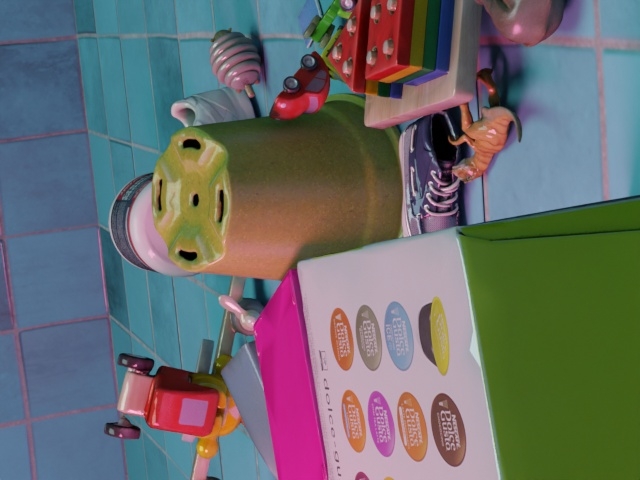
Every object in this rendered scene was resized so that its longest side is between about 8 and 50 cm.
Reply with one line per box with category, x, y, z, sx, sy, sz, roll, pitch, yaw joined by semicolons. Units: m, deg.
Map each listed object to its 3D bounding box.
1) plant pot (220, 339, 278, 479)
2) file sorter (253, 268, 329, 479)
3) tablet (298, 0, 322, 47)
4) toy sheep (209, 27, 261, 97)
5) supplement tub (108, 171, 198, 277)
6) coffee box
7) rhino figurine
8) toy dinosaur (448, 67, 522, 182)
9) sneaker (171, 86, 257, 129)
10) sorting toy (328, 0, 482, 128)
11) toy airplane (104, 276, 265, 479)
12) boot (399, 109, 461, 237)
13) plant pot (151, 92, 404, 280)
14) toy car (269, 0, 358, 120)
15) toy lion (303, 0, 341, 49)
plant pot;-0.014;0.254;2.025;0.234;0.165;0.166;68;157;14
file sorter;0.044;0.202;1.746;0.202;0.182;0.290;124;139;-61
tablet;-0.014;-0.319;1.996;0.083;0.006;0.054;126;132;-64
toy sheep;-0.135;-0.285;2.233;0.132;0.091;0.091;58;153;19
supplement tub;-0.287;-0.033;2.593;0.272;0.191;0.191;-173;76;-69
coffee box;0.212;0.141;1.084;0.334;0.338;0.337;167;94;-69
rhino figurine;0.202;-0.298;1.316;0.106;0.073;0.243;-122;31;-55
toy dinosaur;0.183;-0.127;1.481;0.112;0.064;0.211;63;167;11
sneaker;-0.155;-0.117;2.254;0.114;0.152;0.305;110;144;-50
sorting toy;0.085;-0.269;1.531;0.255;0.089;0.257;173;103;-70
toy airplane;-0.177;0.283;2.397;0.384;0.272;0.386;-65;-20;-45
boot;0.133;-0.055;1.608;0.086;0.069;0.190;140;120;-71
plant pot;-0.065;-0.055;1.772;0.276;0.254;0.276;3;93;51
toy car;0.037;-0.260;1.732;0.225;0.053;0.239;-59;-5;30
toy lion;0.018;-0.305;1.836;0.096;0.034;0.100;-55;6;18
